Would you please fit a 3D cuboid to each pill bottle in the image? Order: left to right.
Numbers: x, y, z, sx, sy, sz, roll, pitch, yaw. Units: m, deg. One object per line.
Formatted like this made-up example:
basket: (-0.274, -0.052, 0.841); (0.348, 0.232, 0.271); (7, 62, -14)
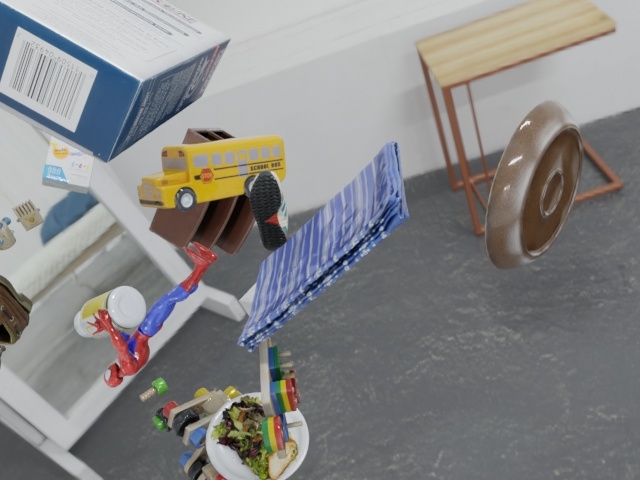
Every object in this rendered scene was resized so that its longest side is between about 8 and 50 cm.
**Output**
pill bottle: (-0.517, 0.181, 1.615); (0.184, 0.103, 0.103); (-21, 36, 36)

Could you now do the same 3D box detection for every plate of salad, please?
plate of salad: (-0.122, 0.377, 1.286); (0.200, 0.048, 0.199); (2, 47, -2)

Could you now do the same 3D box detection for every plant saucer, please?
plant saucer: (0.386, -0.088, 1.162); (0.050, 0.310, 0.310); (20, 58, 36)

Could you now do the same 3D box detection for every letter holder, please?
letter holder: (-0.279, -0.115, 1.749); (0.215, 0.301, 0.152); (32, 20, 16)

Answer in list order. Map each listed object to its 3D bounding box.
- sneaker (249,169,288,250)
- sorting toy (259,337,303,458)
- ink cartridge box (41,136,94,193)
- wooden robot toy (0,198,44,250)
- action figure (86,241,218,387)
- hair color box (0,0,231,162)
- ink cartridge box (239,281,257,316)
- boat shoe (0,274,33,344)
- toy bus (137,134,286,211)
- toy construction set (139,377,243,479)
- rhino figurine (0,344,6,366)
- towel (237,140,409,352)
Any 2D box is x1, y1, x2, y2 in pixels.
sneaker: (-0.090, -0.063, 1.175); (0.057, 0.161, 0.075); (-7, 36, 2)
sorting toy: (-0.058, 0.232, 1.022); (0.047, 0.132, 0.274); (-11, 35, 0)
ink cartridge box: (-0.589, -0.213, 1.578); (0.062, 0.105, 0.181); (151, 128, -64)
wooden robot toy: (-0.462, -0.019, 0.871); (0.174, 0.079, 0.076); (-20, 45, -10)
action figure: (-0.302, 0.110, 1.089); (0.280, 0.139, 0.091); (-57, 0, 8)
hair color box: (-0.245, -0.222, 0.802); (0.105, 0.174, 0.347); (-58, 6, 24)
ink cartridge box: (-0.125, 0.146, 1.822); (0.060, 0.104, 0.180); (0, 38, 47)
boat shoe: (-0.677, 0.134, 1.339); (0.111, 0.307, 0.104); (1, 68, 9)
toy bus: (-0.230, -0.149, 1.441); (0.108, 0.130, 0.333); (9, 18, 44)
toy construction set: (-0.188, 0.406, 1.442); (0.237, 0.257, 0.309); (-32, 24, -29)
rhino figurine: (-0.876, 0.339, 1.668); (0.243, 0.073, 0.106); (-36, 38, 27)
towel: (0.000, 0.000, 1.014); (0.336, 0.040, 0.243); (-42, 20, 24)
